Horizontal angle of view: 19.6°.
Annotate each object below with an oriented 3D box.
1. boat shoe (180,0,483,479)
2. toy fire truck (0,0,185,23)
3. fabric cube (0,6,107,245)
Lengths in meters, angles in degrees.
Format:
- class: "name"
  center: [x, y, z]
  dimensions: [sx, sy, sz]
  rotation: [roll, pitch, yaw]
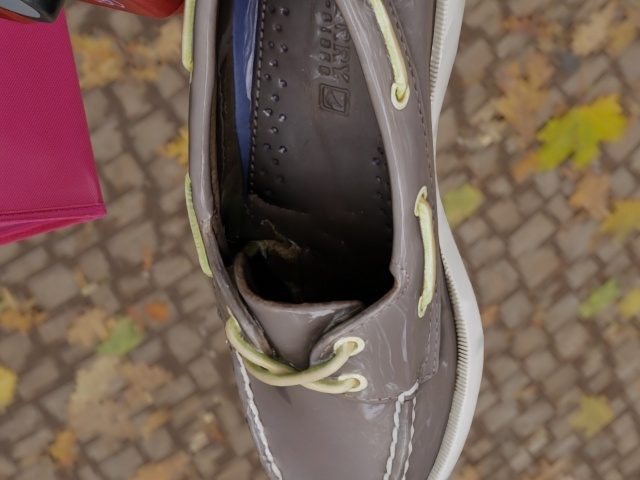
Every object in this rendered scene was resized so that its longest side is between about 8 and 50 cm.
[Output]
- class: "boat shoe"
  center: [0.000, 0.000, 0.742]
  dimensions: [0.097, 0.117, 0.324]
  rotation: [-47, 145, -51]
- class: "toy fire truck"
  center: [-0.086, -0.148, 0.810]
  dimensions: [0.246, 0.217, 0.158]
  rotation: [29, 82, -47]
- class: "fabric cube"
  center: [-0.327, -0.108, 1.183]
  dimensions: [0.254, 0.258, 0.259]
  rotation: [-15, 175, 35]
